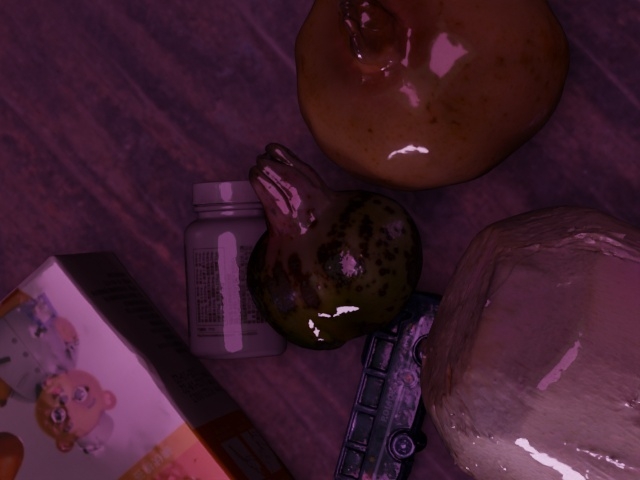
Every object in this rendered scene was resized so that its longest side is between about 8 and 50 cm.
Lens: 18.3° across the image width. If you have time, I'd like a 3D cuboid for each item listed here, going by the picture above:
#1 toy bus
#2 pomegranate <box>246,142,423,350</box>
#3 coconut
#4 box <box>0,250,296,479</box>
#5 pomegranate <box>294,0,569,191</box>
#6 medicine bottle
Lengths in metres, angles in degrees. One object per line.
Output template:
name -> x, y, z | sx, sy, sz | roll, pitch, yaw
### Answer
toy bus -> 0.059, 0.119, 1.567 | 0.065, 0.047, 0.166 | 16, 94, 15
pomegranate -> 0.000, 0.011, 1.492 | 0.138, 0.163, 0.125 | -19, 48, 35
coconut -> 0.202, 0.095, 1.446 | 0.230, 0.227, 0.227 | 22, 96, -9
box -> -0.162, 0.205, 1.569 | 0.225, 0.143, 0.341 | -41, 84, 10
pomegranate -> 0.084, -0.132, 1.487 | 0.207, 0.207, 0.207 | 0, 91, 12
medicine bottle -> -0.069, 0.023, 1.576 | 0.079, 0.079, 0.140 | -3, 90, 12
